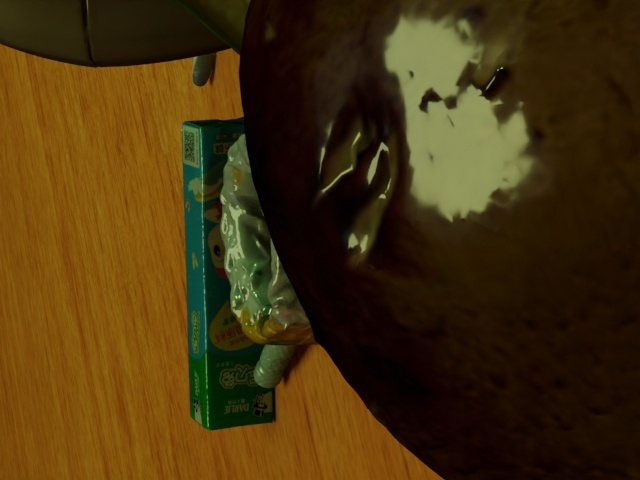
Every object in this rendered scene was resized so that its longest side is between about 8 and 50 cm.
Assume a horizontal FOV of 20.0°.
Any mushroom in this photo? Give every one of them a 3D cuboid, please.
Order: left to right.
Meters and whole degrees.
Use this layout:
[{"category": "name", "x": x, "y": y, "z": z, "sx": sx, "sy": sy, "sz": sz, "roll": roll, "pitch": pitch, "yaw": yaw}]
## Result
[{"category": "mushroom", "x": 0.133, "y": -0.031, "z": 0.825, "sx": 0.334, "sy": 0.356, "sz": 0.331, "roll": -27, "pitch": 61, "yaw": 28}]

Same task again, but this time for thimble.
[{"category": "thimble", "x": 0.000, "y": -0.003, "z": 1.272, "sx": 0.127, "sy": 0.118, "sz": 0.151, "roll": 161, "pitch": 105, "yaw": -66}]

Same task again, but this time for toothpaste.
[{"category": "toothpaste", "x": -0.079, "y": 0.027, "z": 1.567, "sx": 0.050, "sy": 0.065, "sz": 0.266, "roll": -160, "pitch": 67, "yaw": -64}]

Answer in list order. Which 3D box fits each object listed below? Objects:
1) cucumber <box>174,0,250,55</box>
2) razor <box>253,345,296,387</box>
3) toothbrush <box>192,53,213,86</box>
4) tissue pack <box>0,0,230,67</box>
[{"category": "cucumber", "x": -0.098, "y": -0.258, "z": 1.179, "sx": 0.145, "sy": 0.325, "sz": 0.105, "roll": -43, "pitch": 34, "yaw": 4}, {"category": "razor", "x": -0.025, "y": 0.067, "z": 1.448, "sx": 0.232, "sy": 0.068, "sz": 0.106, "roll": 114, "pitch": 146, "yaw": -60}, {"category": "toothbrush", "x": -0.100, "y": -0.264, "z": 1.618, "sx": 0.027, "sy": 0.021, "sz": 0.269, "roll": -122, "pitch": 33, "yaw": -61}, {"category": "tissue pack", "x": -0.181, "y": -0.328, "z": 1.409, "sx": 0.267, "sy": 0.277, "sz": 0.387, "roll": -133, "pitch": 39, "yaw": -80}]
